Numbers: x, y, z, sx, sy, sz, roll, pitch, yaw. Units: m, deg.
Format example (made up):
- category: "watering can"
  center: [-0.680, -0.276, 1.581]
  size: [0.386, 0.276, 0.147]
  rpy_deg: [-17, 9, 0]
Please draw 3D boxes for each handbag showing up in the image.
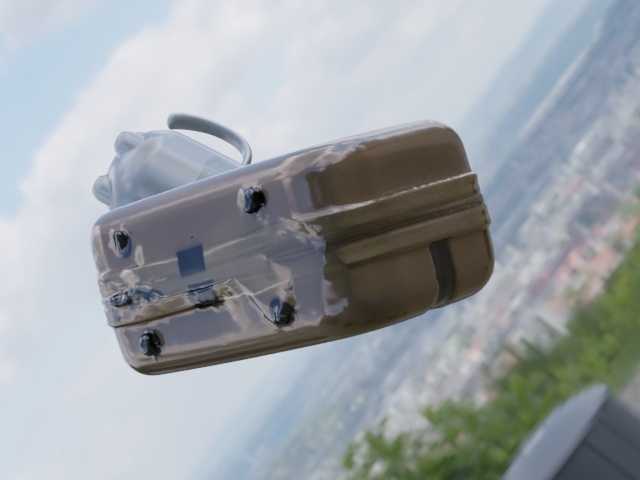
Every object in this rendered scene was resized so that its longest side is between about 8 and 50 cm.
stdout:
- category: "handbag"
  center: [0.000, 0.000, 1.378]
  size: [0.302, 0.149, 0.283]
  rpy_deg: [-17, 2, 44]

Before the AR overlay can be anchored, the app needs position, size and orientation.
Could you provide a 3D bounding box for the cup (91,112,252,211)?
- category: "cup"
  center: [-0.165, -0.075, 2.001]
  size: [0.173, 0.142, 0.134]
  rpy_deg: [-60, -8, -8]
